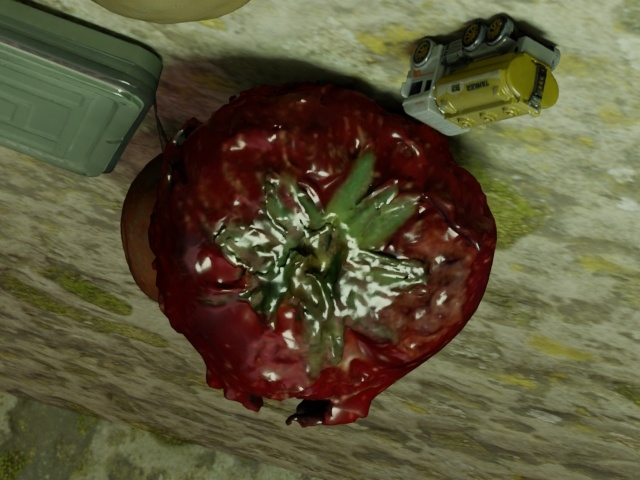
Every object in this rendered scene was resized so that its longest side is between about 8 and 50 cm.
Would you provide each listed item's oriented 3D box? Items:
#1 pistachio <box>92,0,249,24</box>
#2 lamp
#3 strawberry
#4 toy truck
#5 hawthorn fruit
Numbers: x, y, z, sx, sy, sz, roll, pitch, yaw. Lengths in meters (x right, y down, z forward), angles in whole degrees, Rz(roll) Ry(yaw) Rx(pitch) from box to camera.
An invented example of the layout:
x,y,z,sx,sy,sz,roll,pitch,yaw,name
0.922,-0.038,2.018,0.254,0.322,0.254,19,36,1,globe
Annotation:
x,y,z,sx,sy,sz,roll,pitch,yaw,name
-0.086,-0.188,0.980,0.135,0.136,0.226,27,168,-29,pistachio
-0.276,-0.140,1.424,0.269,0.047,0.266,20,164,-10,lamp
0.000,0.000,1.341,0.274,0.274,0.220,20,-160,-9,strawberry
0.104,-0.103,1.142,0.052,0.063,0.123,26,161,-29,toy truck
-0.109,-0.014,1.491,0.149,0.149,0.189,9,165,26,hawthorn fruit
